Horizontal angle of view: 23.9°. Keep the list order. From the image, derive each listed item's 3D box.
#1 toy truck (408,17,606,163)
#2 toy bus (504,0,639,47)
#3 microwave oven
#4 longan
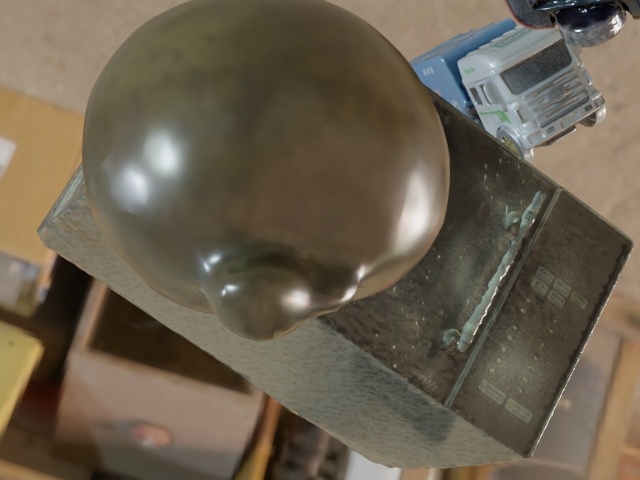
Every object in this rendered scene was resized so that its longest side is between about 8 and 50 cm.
[{"bbox_3d":[0.217,-0.183,1.983,0.175,0.146,0.367,61,162,-9],"label":"toy truck"},{"bbox_3d":[0.382,-0.361,1.535,0.427,0.233,0.203,-5,137,28],"label":"toy bus"},{"bbox_3d":[0.000,0.000,1.410,0.432,0.236,0.374,35,160,-13],"label":"microwave oven"},{"bbox_3d":[-0.026,-0.033,0.746,0.185,0.204,0.159,10,133,-7],"label":"longan"}]
